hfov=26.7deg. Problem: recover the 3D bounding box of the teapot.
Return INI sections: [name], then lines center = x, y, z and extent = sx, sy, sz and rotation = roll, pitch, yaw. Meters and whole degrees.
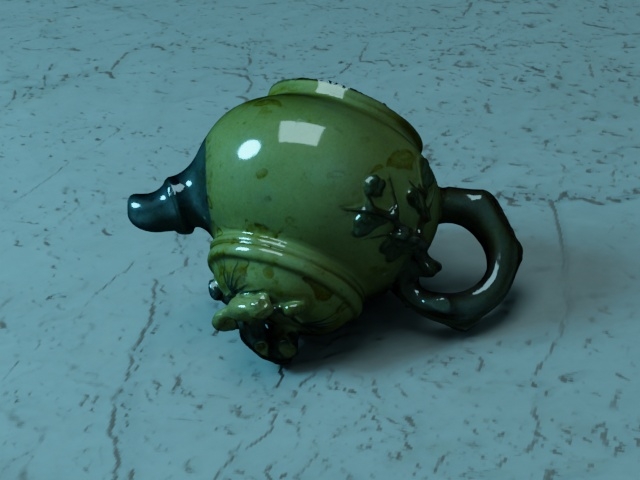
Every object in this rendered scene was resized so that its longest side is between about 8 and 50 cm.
[teapot]
center = 0.000, 0.000, 0.927
extent = 0.269, 0.173, 0.182
rotation = 20, 71, 5
